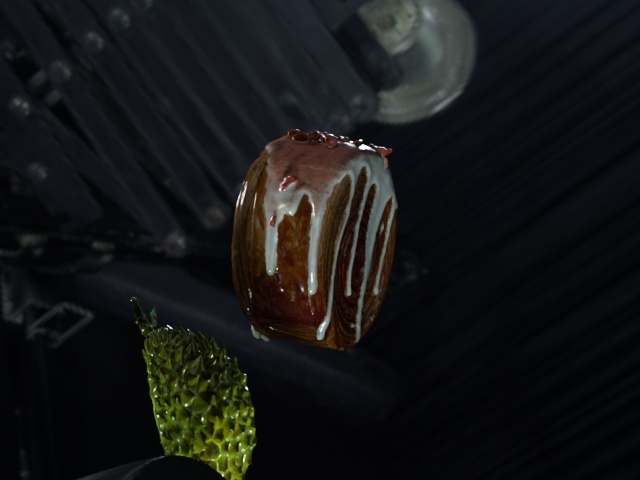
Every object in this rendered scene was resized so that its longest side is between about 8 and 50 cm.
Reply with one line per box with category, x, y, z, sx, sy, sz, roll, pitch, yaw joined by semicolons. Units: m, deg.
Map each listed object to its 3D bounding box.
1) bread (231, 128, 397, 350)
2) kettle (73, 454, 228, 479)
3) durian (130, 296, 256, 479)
bread;0.000;0.000;0.871;0.160;0.073;0.160;-28;-57;-57
kettle;-0.168;0.282;0.656;0.207;0.290;0.268;-13;-96;-70
durian;-0.118;0.140;1.026;0.086;0.100;0.215;-5;-106;-36
